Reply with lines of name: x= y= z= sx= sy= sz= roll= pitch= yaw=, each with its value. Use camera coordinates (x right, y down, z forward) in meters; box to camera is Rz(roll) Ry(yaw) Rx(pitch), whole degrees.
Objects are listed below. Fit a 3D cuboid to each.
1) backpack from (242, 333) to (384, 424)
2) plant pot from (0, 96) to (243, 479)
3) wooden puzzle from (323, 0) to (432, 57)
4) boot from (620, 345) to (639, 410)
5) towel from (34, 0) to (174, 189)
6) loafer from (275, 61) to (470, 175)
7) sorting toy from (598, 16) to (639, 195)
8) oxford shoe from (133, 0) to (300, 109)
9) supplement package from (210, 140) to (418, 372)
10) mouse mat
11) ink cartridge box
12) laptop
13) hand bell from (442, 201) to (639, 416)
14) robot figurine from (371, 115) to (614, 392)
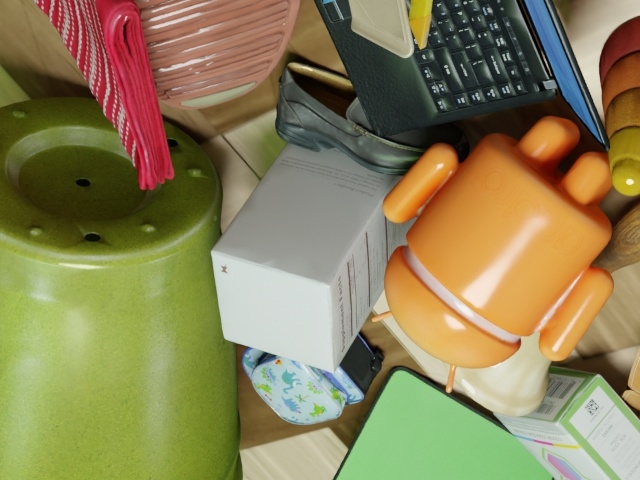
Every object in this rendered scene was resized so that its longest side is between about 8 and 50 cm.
backpack: x=-0.017 y=0.119 z=1.654 sx=0.105 sy=0.084 sz=0.114 roll=49 pitch=141 yaw=-16
plant pot: x=-0.228 y=0.076 z=1.579 sx=0.366 sy=0.366 sz=0.353 roll=22 pitch=129 yaw=13
wooden puzzle: x=0.042 y=-0.171 z=1.250 sx=0.116 sy=0.014 sz=0.079 roll=38 pitch=147 yaw=36
boot: x=0.330 y=0.114 z=1.429 sx=0.152 sy=0.073 sz=0.197 roll=29 pitch=138 yaw=12
towel: x=-0.188 y=-0.188 z=1.352 sx=0.275 sy=0.031 sz=0.199 roll=57 pitch=163 yaw=35
loafer: x=0.038 y=-0.098 z=1.413 sx=0.170 sy=0.062 sz=0.061 roll=13 pitch=132 yaw=21
sorting toy: x=0.193 y=-0.170 z=1.182 sx=0.127 sy=0.126 sz=0.366 roll=1 pitch=132 yaw=33
oxford shoe: x=-0.103 y=-0.252 z=1.321 sx=0.140 sy=0.147 sz=0.397 roll=-16 pitch=148 yaw=-9
supplement package: x=0.000 y=0.000 z=1.443 sx=0.105 sy=0.179 sz=0.105 roll=17 pitch=138 yaw=20
mouse mat: x=0.110 y=0.223 z=1.627 sx=0.189 sy=0.153 sz=0.007 roll=30 pitch=-175 yaw=25
ink cartridge box: x=0.258 y=0.202 z=1.542 sx=0.209 sy=0.062 sz=0.109 roll=47 pitch=163 yaw=-18
laptop: x=0.071 y=-0.168 z=1.228 sx=0.264 sy=0.136 sz=0.234 roll=-10 pitch=114 yaw=38
hand bell: x=0.210 y=0.030 z=1.413 sx=0.126 sy=0.126 sz=0.242 roll=40 pitch=129 yaw=-9
robot figurine: x=0.134 y=0.006 z=1.353 sx=0.158 sy=0.128 sz=0.219 roll=32 pitch=105 yaw=-23
